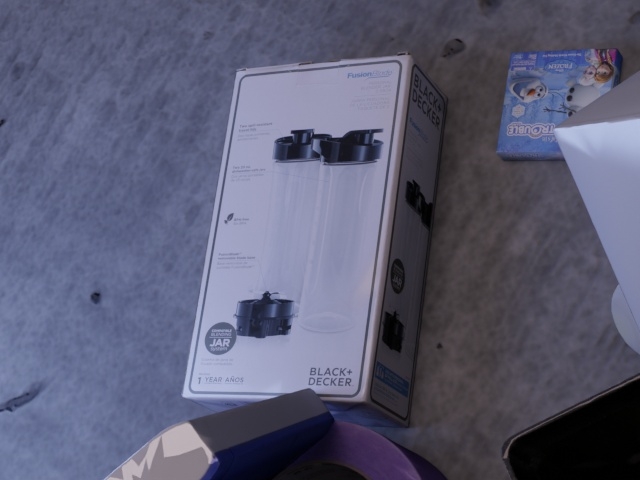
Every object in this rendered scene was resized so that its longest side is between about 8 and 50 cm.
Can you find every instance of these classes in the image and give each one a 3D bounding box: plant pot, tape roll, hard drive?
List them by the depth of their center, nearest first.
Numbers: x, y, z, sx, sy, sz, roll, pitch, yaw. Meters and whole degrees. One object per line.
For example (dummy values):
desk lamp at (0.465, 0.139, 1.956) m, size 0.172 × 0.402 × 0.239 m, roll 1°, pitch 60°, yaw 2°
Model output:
plant pot at (0.253, 0.187, 0.907) m, size 0.187 × 0.167 × 0.188 m, roll -29°, pitch 60°, yaw 15°
hard drive at (-0.109, 0.180, 0.922) m, size 0.210 × 0.319 × 0.040 m, roll -40°, pitch 81°, yaw 7°
tape roll at (0.013, 0.234, 1.070) m, size 0.189 × 0.080 × 0.189 m, roll -11°, pitch 65°, yaw 25°

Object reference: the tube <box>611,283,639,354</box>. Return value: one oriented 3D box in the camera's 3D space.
tube at (0.292, 0.004, 0.964) m, size 0.062 × 0.240 × 0.070 m, roll -30°, pitch 87°, yaw 57°

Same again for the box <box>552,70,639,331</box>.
box at (0.332, -0.050, 0.777) m, size 0.345 × 0.215 × 0.168 m, roll -32°, pitch 14°, yaw -27°

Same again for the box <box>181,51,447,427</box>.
box at (0.000, 0.000, 1.167) m, size 0.169 × 0.087 × 0.289 m, roll -3°, pitch 69°, yaw 27°

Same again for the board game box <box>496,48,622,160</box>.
board game box at (0.191, -0.109, 1.148) m, size 0.090 × 0.020 × 0.090 m, roll 1°, pitch 72°, yaw 28°
